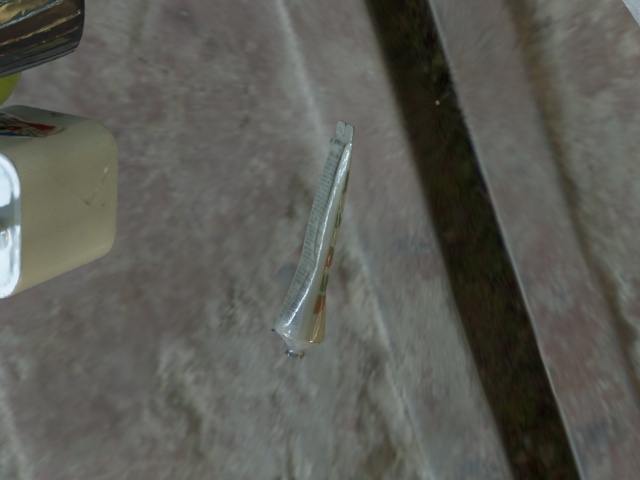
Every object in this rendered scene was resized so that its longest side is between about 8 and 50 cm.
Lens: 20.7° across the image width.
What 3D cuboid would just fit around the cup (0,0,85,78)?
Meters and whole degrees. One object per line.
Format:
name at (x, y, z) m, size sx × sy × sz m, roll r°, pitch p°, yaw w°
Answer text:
cup at (-0.192, -0.132, 0.814) m, size 0.138 × 0.150 × 0.113 m, roll -21°, pitch 54°, yaw -25°

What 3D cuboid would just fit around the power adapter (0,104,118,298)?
power adapter at (-0.270, -0.026, 1.394) m, size 0.130 × 0.205 × 0.125 m, roll 12°, pitch 110°, yaw 25°

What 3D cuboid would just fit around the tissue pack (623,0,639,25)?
tissue pack at (0.108, -0.175, 0.673) m, size 0.026 × 0.122 × 0.193 m, roll -22°, pitch 78°, yaw -10°

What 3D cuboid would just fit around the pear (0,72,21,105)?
pear at (-0.421, -0.234, 1.966) m, size 0.187 × 0.187 × 0.220 m, roll 8°, pitch 134°, yaw 3°

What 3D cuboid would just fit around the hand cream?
hand cream at (0.000, 0.000, 1.194) m, size 0.037 × 0.057 × 0.165 m, roll 12°, pitch 96°, yaw -12°
